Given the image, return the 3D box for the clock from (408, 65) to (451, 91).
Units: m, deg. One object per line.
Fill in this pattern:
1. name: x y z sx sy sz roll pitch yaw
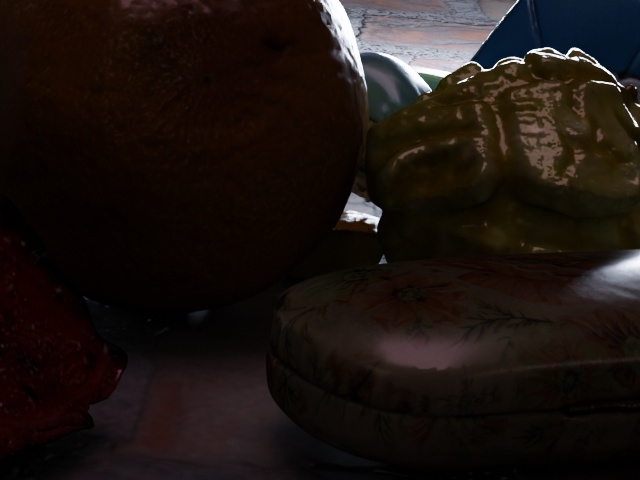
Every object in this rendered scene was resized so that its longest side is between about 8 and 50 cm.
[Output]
1. clock: 0.055 -0.109 1.691 0.170 0.069 0.232 16 19 35

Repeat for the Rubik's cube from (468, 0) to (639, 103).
1. Rubik's cube: 0.182 -0.095 1.551 0.254 0.254 0.254 5 14 -1

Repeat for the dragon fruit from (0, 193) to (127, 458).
1. dragon fruit: -0.154 0.060 0.868 0.092 0.122 0.192 23 15 8

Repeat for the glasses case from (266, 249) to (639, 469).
1. glasses case: 0.176 0.058 1.008 0.425 0.098 0.156 -2 18 -26

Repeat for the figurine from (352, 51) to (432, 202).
1. figurine: 0.104 -0.048 1.336 0.260 0.102 0.205 26 6 9

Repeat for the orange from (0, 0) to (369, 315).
1. orange: -0.097 -0.081 1.161 0.264 0.264 0.264 5 14 -1

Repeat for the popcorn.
1. popcorn: 0.119 -0.023 1.158 0.167 0.185 0.187 -5 22 9

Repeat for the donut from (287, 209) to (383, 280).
1. donut: 0.000 0.000 1.290 0.097 0.043 0.108 16 14 30
